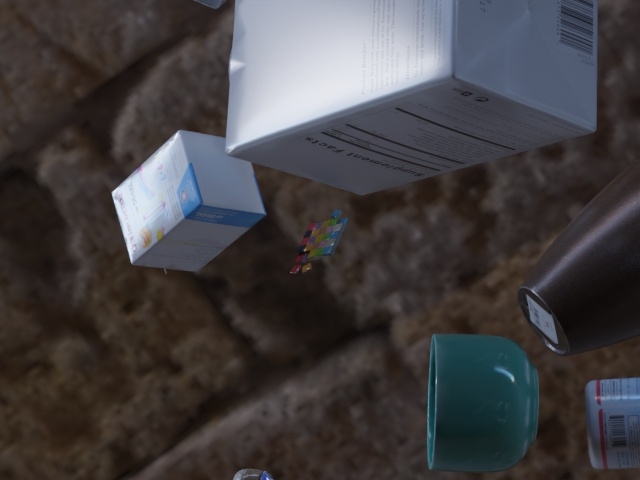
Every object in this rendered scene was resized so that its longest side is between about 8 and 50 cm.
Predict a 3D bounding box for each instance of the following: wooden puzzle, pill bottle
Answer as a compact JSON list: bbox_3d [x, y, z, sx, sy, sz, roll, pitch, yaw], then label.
[{"bbox_3d":[0.000,0.000,1.740,0.049,0.006,0.083,-13,41,40],"label":"wooden puzzle"},{"bbox_3d":[0.333,0.171,1.650,0.160,0.087,0.087,-4,13,11],"label":"pill bottle"}]

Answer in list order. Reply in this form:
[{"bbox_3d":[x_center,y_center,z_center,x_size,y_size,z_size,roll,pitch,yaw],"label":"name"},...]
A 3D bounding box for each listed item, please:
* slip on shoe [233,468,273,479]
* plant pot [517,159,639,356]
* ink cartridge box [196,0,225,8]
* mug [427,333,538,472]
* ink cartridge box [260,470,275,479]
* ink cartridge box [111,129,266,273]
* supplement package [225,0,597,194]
[{"bbox_3d":[-0.063,0.313,1.882,0.041,0.135,0.051,-5,0,34],"label":"slip on shoe"},{"bbox_3d":[0.378,0.045,2.262,0.230,0.215,0.215,-32,5,-13],"label":"plant pot"},{"bbox_3d":[-0.145,-0.428,1.815,0.129,0.223,0.307,-84,17,-77],"label":"ink cartridge box"},{"bbox_3d":[0.153,0.146,1.645,0.097,0.129,0.157,2,33,1],"label":"mug"},{"bbox_3d":[-0.018,0.337,1.381,0.065,0.185,0.311,5,22,-31],"label":"ink cartridge box"},{"bbox_3d":[-0.142,-0.034,1.799,0.090,0.092,0.143,8,-36,-43],"label":"ink cartridge box"},{"bbox_3d":[0.076,-0.165,1.516,0.175,0.177,0.293,15,-19,-39],"label":"supplement package"}]
